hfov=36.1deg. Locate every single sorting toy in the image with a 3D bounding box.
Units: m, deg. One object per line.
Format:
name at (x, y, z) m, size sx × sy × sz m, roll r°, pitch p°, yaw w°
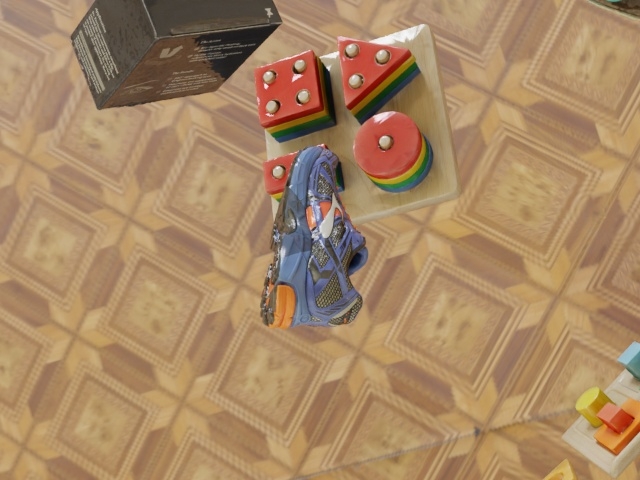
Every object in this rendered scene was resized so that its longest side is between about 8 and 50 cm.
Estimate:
sorting toy at (0.036, -0.156, 1.301) m, size 0.255 × 0.089 × 0.257 m, roll -15°, pitch 66°, yaw 18°
sorting toy at (0.353, 0.174, 1.114) m, size 0.047 × 0.196 × 0.348 m, roll 44°, pitch 88°, yaw -1°

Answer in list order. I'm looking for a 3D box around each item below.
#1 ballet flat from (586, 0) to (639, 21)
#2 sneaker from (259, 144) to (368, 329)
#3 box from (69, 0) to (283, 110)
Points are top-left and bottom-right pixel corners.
ballet flat at (0.163, -0.134, 0.499) m, size 0.168 × 0.052 × 0.057 m, roll 34°, pitch 100°, yaw -5°
sneaker at (0.000, 0.000, 0.892) m, size 0.087 × 0.221 × 0.083 m, roll 14°, pitch 136°, yaw -8°
box at (-0.153, -0.219, 1.025) m, size 0.158 × 0.156 × 0.093 m, roll -32°, pitch 79°, yaw 50°
